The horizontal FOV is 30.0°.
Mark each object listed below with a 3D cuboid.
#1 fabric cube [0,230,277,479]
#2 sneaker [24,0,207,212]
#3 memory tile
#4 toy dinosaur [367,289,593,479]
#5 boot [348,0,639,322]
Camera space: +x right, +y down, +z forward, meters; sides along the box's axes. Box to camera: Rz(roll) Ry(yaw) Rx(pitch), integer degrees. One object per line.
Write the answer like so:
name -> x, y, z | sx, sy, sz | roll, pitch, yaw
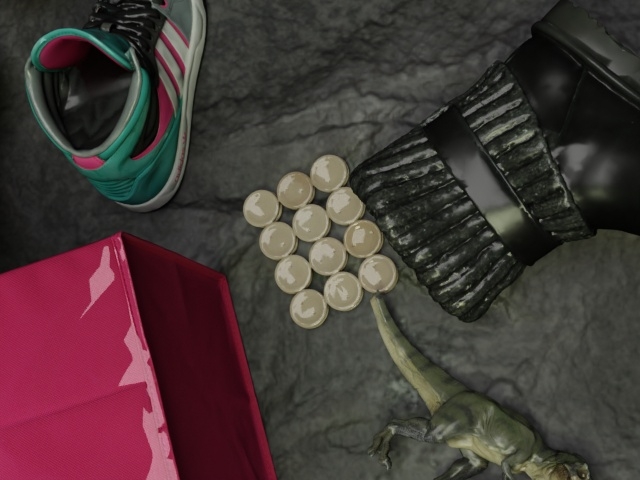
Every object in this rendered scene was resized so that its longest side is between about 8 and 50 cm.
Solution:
fabric cube -> -0.209, 0.168, 1.038 | 0.258, 0.254, 0.259 | -18, 75, 11
sneaker -> -0.198, -0.188, 1.137 | 0.123, 0.178, 0.296 | -3, 79, 16
memory tile -> 0.000, 0.000, 1.133 | 0.113, 0.012, 0.148 | -28, 73, 10
toy dinosaur -> 0.114, 0.171, 1.046 | 0.268, 0.064, 0.118 | 39, 87, 21
boot -> 0.215, -0.010, 1.006 | 0.260, 0.131, 0.348 | -42, 63, 0
